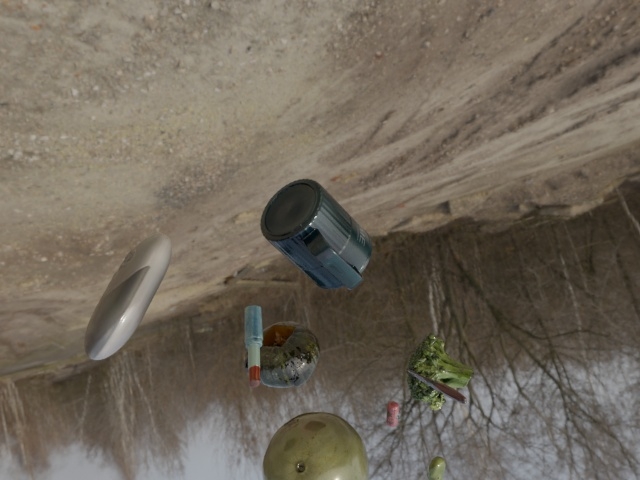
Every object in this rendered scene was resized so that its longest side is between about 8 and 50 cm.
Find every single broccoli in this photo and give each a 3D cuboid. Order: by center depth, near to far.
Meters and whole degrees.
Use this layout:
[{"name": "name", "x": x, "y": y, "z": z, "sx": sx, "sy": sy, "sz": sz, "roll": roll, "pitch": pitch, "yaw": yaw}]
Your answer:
[{"name": "broccoli", "x": 0.463, "y": 0.512, "z": 1.848, "sx": 0.246, "sy": 0.288, "sz": 0.248, "roll": 16, "pitch": 160, "yaw": 22}]

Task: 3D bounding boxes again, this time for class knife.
[{"name": "knife", "x": 0.234, "y": 0.294, "z": 0.974, "sx": 0.018, "sy": 0.035, "sz": 0.247, "roll": -52, "pitch": -172, "yaw": -10}]

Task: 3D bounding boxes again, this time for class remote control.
[{"name": "remote control", "x": -0.445, "y": 0.123, "z": 1.113, "sx": 0.104, "sy": 0.332, "sz": 0.221, "roll": 30, "pitch": 141, "yaw": -20}]

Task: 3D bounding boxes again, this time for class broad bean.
[{"name": "broad bean", "x": 0.344, "y": 0.678, "z": 1.411, "sx": 0.063, "sy": 0.083, "sz": 0.045, "roll": -3, "pitch": -162, "yaw": -34}]

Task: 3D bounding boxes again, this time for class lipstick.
[{"name": "lipstick", "x": -0.225, "y": 0.354, "z": 1.605, "sx": 0.061, "sy": 0.274, "sz": 0.068, "roll": 13, "pitch": 141, "yaw": -27}]

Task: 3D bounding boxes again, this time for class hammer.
[{"name": "hammer", "x": 0.241, "y": 0.579, "z": 1.585, "sx": 0.043, "sy": 0.083, "sz": 0.043, "roll": 4, "pitch": -171, "yaw": -1}]

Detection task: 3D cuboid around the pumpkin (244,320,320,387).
[{"name": "pumpkin", "x": -0.153, "y": 0.467, "z": 1.978, "sx": 0.321, "sy": 0.192, "sz": 0.320, "roll": -12, "pitch": -158, "yaw": 5}]

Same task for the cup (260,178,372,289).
[{"name": "cup", "x": -0.016, "y": 0.003, "z": 1.453, "sx": 0.242, "sy": 0.307, "sz": 0.292, "roll": -19, "pitch": 138, "yaw": 26}]

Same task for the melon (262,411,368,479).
[{"name": "melon", "x": -0.010, "y": 0.575, "z": 1.201, "sx": 0.269, "sy": 0.268, "sz": 0.330, "roll": -17, "pitch": 153, "yaw": 5}]
